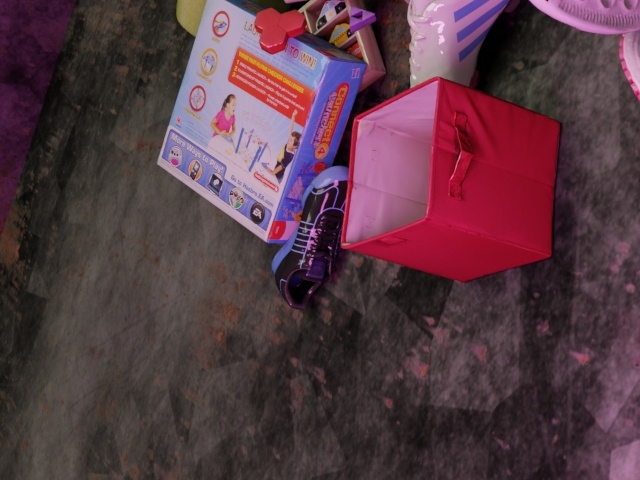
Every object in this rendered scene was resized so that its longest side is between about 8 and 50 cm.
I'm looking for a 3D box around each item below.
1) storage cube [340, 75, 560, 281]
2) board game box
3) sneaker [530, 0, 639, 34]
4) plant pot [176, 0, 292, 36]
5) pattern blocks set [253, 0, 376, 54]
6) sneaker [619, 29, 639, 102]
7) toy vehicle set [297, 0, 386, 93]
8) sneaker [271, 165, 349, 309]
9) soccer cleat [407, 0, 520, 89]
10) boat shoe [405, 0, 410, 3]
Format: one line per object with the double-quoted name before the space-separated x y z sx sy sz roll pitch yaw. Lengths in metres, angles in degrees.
"storage cube" 0.162 -0.068 1.830 0.215 0.193 0.183 -20 59 55
"board game box" -0.099 -0.195 2.322 0.308 0.086 0.302 35 113 40
"sneaker" 0.279 -0.301 1.612 0.236 0.323 0.130 18 114 52
"plant pot" -0.131 -0.472 2.521 0.276 0.276 0.254 -113 35 -49
"pattern blocks set" 0.009 -0.437 2.259 0.026 0.285 0.324 68 -171 -54
"sneaker" 0.404 -0.135 1.541 0.112 0.121 0.299 -32 41 11
"toy vehicle set" -0.019 -0.273 2.331 0.267 0.035 0.166 -33 66 40
"sneaker" 0.000 0.000 2.210 0.232 0.081 0.090 -63 32 33
"soccer cleat" 0.158 -0.272 1.990 0.331 0.143 0.116 -67 29 14
"boat shoe" 0.186 -0.443 2.087 0.254 0.095 0.079 -58 43 45
